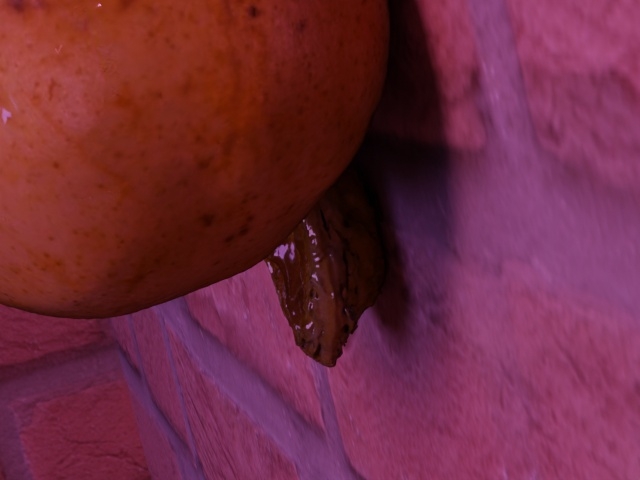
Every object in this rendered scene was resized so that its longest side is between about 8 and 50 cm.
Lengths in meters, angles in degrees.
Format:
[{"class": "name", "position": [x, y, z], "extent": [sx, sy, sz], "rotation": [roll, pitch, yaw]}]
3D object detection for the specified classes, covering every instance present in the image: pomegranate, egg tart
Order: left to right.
[{"class": "pomegranate", "position": [-0.098, -0.095, 0.764], "extent": [0.260, 0.260, 0.260], "rotation": [165, 90, -78]}, {"class": "egg tart", "position": [0.000, 0.000, 0.890], "extent": [0.130, 0.052, 0.130], "rotation": [166, 90, -78]}]
